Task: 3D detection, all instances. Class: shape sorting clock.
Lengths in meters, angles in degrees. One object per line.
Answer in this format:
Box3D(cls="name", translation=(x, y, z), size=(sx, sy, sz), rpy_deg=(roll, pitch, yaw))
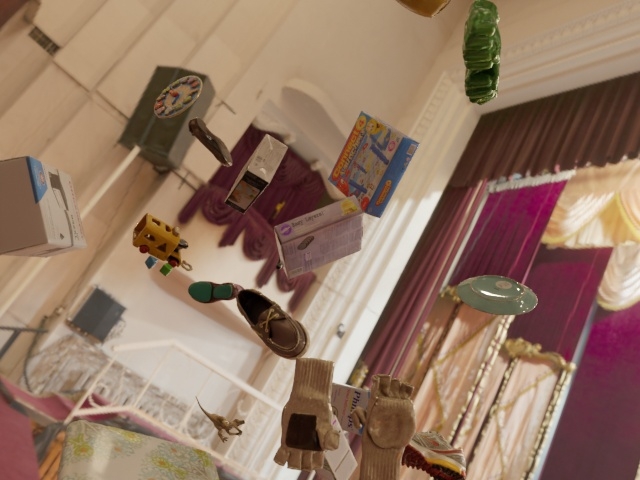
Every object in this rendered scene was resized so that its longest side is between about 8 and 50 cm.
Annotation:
Box3D(cls="shape sorting clock", translation=(-0.517, -0.522, 2.106), size=(0.206, 0.206, 0.040), rpy_deg=(11, -24, 39))

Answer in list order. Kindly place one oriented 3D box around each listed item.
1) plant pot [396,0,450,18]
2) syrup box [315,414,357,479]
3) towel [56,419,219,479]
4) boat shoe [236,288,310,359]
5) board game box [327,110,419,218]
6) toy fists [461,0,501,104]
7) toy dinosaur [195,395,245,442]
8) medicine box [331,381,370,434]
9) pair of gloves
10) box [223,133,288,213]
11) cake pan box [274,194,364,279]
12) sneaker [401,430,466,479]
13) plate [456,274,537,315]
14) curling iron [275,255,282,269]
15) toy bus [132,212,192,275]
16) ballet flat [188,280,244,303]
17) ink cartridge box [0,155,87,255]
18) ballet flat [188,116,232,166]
Box3D(cls="plant pot", translation=(0.253, -0.582, 1.370), size=(0.095, 0.134, 0.134), rpy_deg=(50, -23, 0))
Box3D(cls="syrup box", translation=(0.017, 0.597, 1.683), size=(0.093, 0.096, 0.237), rpy_deg=(9, -49, 39))
Box3D(cls="towel", translation=(-0.385, 0.545, 1.278), size=(0.374, 0.090, 0.320), rpy_deg=(24, 4, -23))
Box3D(cls="boat shoe", translation=(-0.147, 0.236, 1.693), size=(0.097, 0.116, 0.324), rpy_deg=(46, -7, -38))
Box3D(cls="board game box", translation=(0.189, -0.290, 2.181), size=(0.086, 0.308, 0.302), rpy_deg=(14, 20, -35))
Box3D(cls="toy fists", translation=(0.418, -0.468, 1.501), size=(0.096, 0.142, 0.279), rpy_deg=(10, -25, 20))
Box3D(cls="toy dinosaur", translation=(-0.260, 0.472, 1.509), size=(0.183, 0.053, 0.092), rpy_deg=(42, -6, -41))
Box3D(cls="medicine box", translation=(0.099, 0.600, 2.103), size=(0.289, 0.149, 0.263), rpy_deg=(5, -14, 29))
Box3D(cls="pair of gloves", translation=(0.049, 0.328, 1.042), size=(0.240, 0.204, 0.042), rpy_deg=(14, -7, 3))
Box3D(cls="box", translation=(-0.229, -0.226, 2.033), size=(0.087, 0.169, 0.290), rpy_deg=(30, -29, -13))
Box3D(cls="cake pan box", translation=(0.000, 0.000, 1.665), size=(0.267, 0.246, 0.070), rpy_deg=(84, -16, -64))
Box3D(cls="sneaker", translation=(0.242, 0.495, 1.389), size=(0.225, 0.092, 0.088), rpy_deg=(29, -48, -4))
Box3D(cls="plate", translation=(0.424, 0.122, 1.403), size=(0.188, 0.188, 0.024), rpy_deg=(16, -61, 32))
Box3D(cls="curling iron", translation=(-0.121, 0.035, 1.943), size=(0.068, 0.274, 0.035), rpy_deg=(-18, -68, 10))
Box3D(cls="toy bus", translation=(-0.473, 0.001, 1.786), size=(0.191, 0.104, 0.202), rpy_deg=(45, 17, 12))
Box3D(cls="ballet flat", translation=(-0.338, 0.172, 1.923), size=(0.221, 0.077, 0.079), rpy_deg=(-5, -15, 36))
Box3D(cls="ink cartridge box", translation=(-0.742, -0.078, 1.531), size=(0.307, 0.129, 0.223), rpy_deg=(154, -78, -84))
Box3D(cls="ballet flat", translation=(-0.406, -0.356, 2.144), size=(0.058, 0.084, 0.250), rpy_deg=(-22, -38, 15))
